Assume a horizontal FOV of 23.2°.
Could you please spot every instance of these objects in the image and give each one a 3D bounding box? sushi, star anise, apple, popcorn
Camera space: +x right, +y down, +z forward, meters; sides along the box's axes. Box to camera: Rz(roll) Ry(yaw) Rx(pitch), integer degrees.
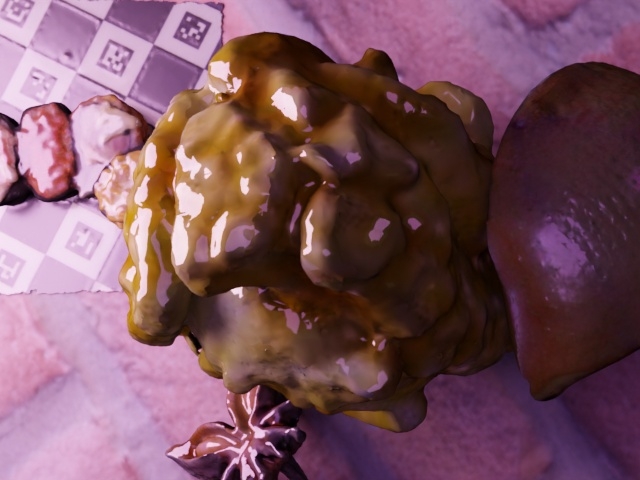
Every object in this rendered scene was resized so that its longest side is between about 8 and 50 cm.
[{"bbox_3d":[-0.231,-0.083,1.291,0.290,0.050,0.264,1,84,8],"label":"sushi"},{"bbox_3d":[0.023,0.181,1.245,0.227,0.218,0.148,37,52,-28],"label":"star anise"},{"bbox_3d":[0.216,-0.032,1.110,0.120,0.265,0.193,-11,110,44],"label":"apple"},{"bbox_3d":[0.003,0.002,1.133,0.279,0.335,0.274,-14,70,15],"label":"popcorn"}]
